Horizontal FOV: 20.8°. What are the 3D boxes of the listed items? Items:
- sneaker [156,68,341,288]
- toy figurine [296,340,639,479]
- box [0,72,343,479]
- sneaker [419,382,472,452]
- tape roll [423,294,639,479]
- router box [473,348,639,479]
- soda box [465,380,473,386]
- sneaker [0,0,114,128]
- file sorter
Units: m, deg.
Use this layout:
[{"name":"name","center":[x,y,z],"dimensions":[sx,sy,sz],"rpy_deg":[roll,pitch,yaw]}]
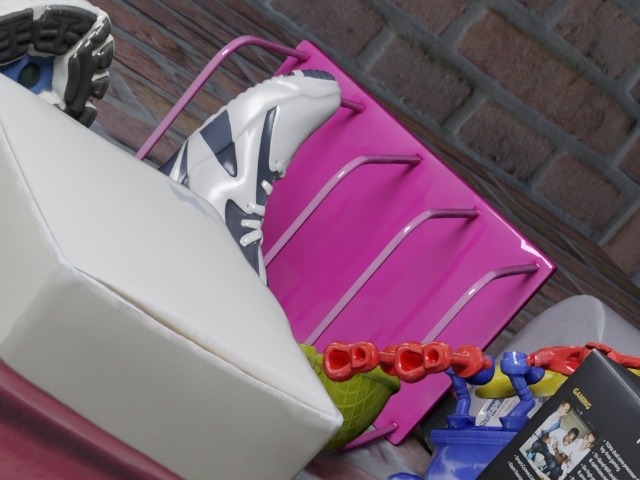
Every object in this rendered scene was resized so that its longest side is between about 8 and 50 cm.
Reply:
[{"name":"sneaker","center":[-0.053,-0.008,1.249],"dimensions":[0.153,0.235,0.094],"rpy_deg":[54,-17,6]},{"name":"toy figurine","center":[0.070,0.179,1.134],"dimensions":[0.362,0.217,0.191],"rpy_deg":[-3,-9,33]},{"name":"box","center":[-0.130,0.080,0.611],"dimensions":[0.127,0.232,0.148],"rpy_deg":[33,13,-36]},{"name":"sneaker","center":[0.147,0.186,1.540],"dimensions":[0.178,0.072,0.077],"rpy_deg":[46,-2,-15]},{"name":"tape roll","center":[0.171,0.149,1.338],"dimensions":[0.072,0.219,0.219],"rpy_deg":[37,12,-10]},{"name":"router box","center":[0.158,0.243,0.898],"dimensions":[0.081,0.243,0.309],"rpy_deg":[31,16,-39]},{"name":"soda box","center":[0.146,0.147,1.648],"dimensions":[0.183,0.063,0.058],"rpy_deg":[44,12,15]},{"name":"sneaker","center":[-0.278,-0.092,0.923],"dimensions":[0.330,0.130,0.147],"rpy_deg":[-11,35,-43]},{"name":"file sorter","center":[0.000,0.000,1.395],"dimensions":[0.291,0.202,0.182],"rpy_deg":[44,14,14]}]
